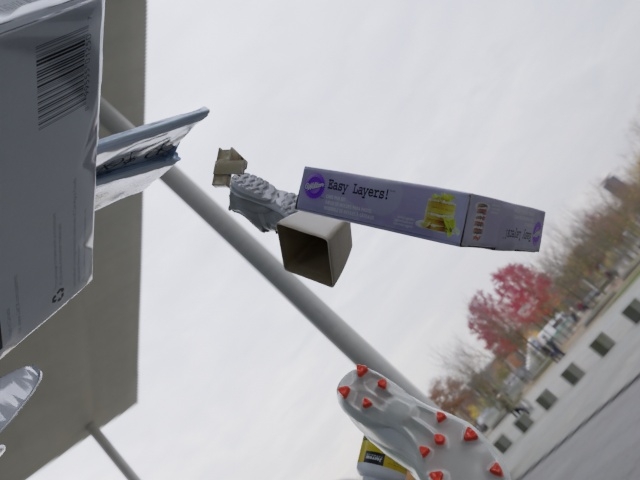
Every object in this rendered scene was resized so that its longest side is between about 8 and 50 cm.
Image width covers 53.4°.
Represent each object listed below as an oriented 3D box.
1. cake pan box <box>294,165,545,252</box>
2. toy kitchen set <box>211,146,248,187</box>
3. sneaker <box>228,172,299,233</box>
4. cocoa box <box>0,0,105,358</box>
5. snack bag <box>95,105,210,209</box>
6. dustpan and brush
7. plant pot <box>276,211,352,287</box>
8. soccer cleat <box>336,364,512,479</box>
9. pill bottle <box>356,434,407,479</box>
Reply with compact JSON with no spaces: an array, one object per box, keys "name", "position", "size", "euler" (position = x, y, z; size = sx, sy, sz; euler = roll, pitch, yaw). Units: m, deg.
[{"name":"cake pan box","position":[0.143,-0.039,0.856],"size":[0.267,0.245,0.070],"euler":[4,-80,-51]},{"name":"toy kitchen set","position":[-0.171,-0.140,1.310],"size":[0.075,0.068,0.083],"euler":[42,-127,-63]},{"name":"sneaker","position":[-0.102,-0.060,1.561],"size":[0.105,0.281,0.115],"euler":[-44,-18,-51]},{"name":"cocoa box","position":[-0.355,-0.068,0.543],"size":[0.231,0.228,0.347],"euler":[-53,-13,-48]},{"name":"snack bag","position":[-0.361,-0.102,1.048],"size":[0.323,0.037,0.342],"euler":[-30,1,-43]},{"name":"dustpan and brush","position":[-0.285,0.175,0.491],"size":[0.147,0.060,0.211],"euler":[-49,1,-9]},{"name":"plant pot","position":[0.000,0.000,1.119],"size":[0.096,0.109,0.109],"euler":[-44,-40,-38]},{"name":"soccer cleat","position":[0.093,0.182,0.574],"size":[0.068,0.196,0.076],"euler":[-43,-43,-18]},{"name":"pill bottle","position":[0.082,0.273,0.811],"size":[0.065,0.065,0.116],"euler":[85,-161,-63]}]
